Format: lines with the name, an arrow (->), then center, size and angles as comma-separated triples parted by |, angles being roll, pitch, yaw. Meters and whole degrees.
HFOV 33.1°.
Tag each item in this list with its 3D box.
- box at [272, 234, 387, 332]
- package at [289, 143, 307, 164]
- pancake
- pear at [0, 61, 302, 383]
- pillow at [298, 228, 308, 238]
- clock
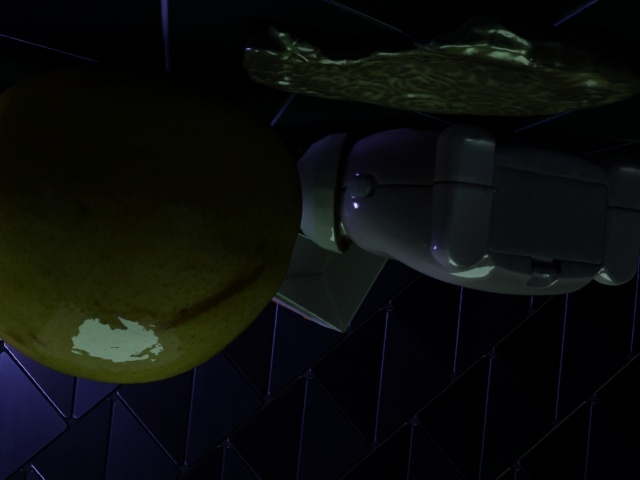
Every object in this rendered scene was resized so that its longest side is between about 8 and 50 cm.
box -> 0.000, 0.000, 1.595 | 0.143, 0.225, 0.341 | 32, 174, -9
package -> -0.213, -0.012, 1.488 | 0.423, 0.123, 0.196 | -23, -176, -16
pancake -> 0.084, -0.127, 0.802 | 0.286, 0.033, 0.288 | 8, 177, -17
pear -> -0.178, -0.015, 0.996 | 0.314, 0.314, 0.314 | 6, 178, 0
pillow -> -0.065, -0.066, 1.355 | 0.217, 0.130, 0.033 | 27, 128, -16
clock -> 0.165, -0.040, 1.266 | 0.342, 0.184, 0.325 | 13, 179, -32
